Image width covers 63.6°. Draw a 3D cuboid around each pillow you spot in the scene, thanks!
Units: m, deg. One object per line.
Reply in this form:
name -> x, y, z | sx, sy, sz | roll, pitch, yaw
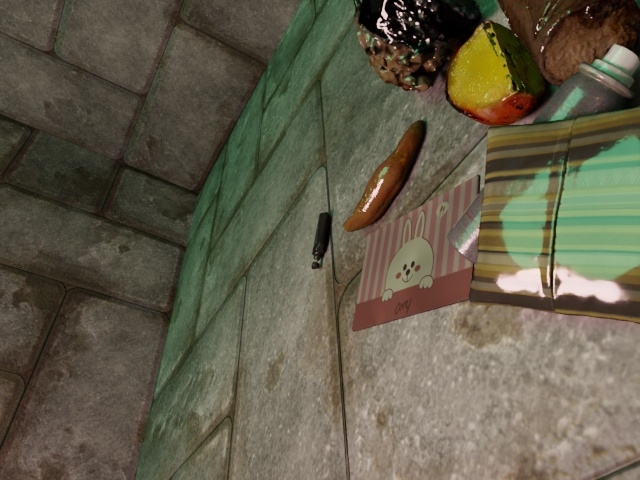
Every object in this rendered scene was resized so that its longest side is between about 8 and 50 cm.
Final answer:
pillow -> 0.251, -0.027, 0.516 | 0.208, 0.052, 0.211 | 2, 82, 46

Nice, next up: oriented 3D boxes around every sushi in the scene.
sushi -> 0.157, -0.395, 0.957 | 0.238, 0.225, 0.218 | -43, -10, -43

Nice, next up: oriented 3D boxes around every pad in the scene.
pad -> 0.146, 0.033, 0.847 | 0.300, 0.005, 0.202 | -31, 42, 57

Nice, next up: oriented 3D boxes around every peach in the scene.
peach -> 0.254, -0.225, 0.726 | 0.127, 0.093, 0.172 | -63, 33, 25

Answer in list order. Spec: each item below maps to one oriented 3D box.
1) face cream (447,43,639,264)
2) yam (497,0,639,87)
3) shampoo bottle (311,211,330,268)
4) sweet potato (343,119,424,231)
face cream -> 0.259, -0.091, 0.607 | 0.283, 0.073, 0.073 | -58, 24, 25
yam -> 0.301, -0.317, 0.663 | 0.131, 0.131, 0.279 | -49, 29, 39
shampoo bottle -> 0.000, 0.000, 1.187 | 0.048, 0.027, 0.137 | 125, 159, -61
sweet potato -> 0.125, -0.114, 0.968 | 0.255, 0.058, 0.078 | -58, 3, 13
